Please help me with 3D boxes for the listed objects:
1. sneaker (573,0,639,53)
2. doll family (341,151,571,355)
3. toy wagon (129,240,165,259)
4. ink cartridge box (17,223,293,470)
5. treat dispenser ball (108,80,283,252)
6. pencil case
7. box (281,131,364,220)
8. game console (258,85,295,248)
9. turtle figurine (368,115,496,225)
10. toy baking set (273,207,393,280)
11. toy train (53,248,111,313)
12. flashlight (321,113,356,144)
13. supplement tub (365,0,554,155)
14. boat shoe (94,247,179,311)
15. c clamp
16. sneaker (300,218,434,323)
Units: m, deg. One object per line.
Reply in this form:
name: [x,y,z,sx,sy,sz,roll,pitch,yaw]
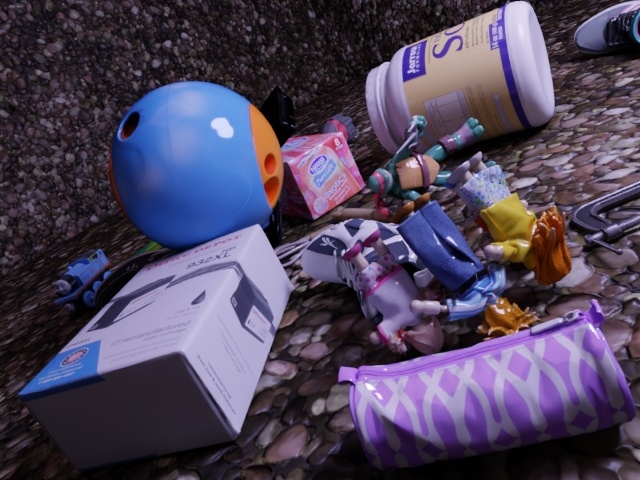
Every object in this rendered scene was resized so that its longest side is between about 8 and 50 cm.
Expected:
sneaker: [0.725,-0.491,1.106,0.295,0.124,0.178,0,23,46]
doll family: [0.159,0.014,0.487,0.263,0.163,0.118,-34,-8,-23]
toy wagon: [-0.357,0.033,1.135,0.344,0.068,0.267,-10,25,34]
ink cartridge box: [-0.187,0.122,0.642,0.223,0.129,0.307,-19,21,17]
treat dispenser ball: [-0.206,-0.121,0.820,0.288,0.288,0.288,-22,21,9]
pencil case: [0.124,0.115,0.369,0.206,0.088,0.086,-21,19,14]
box: [-0.054,-0.156,1.140,0.154,0.142,0.300,-33,22,-21]
game console: [-0.116,-0.132,0.990,0.213,0.044,0.361,-43,43,41]
turtle figurine: [0.163,-0.112,0.770,0.234,0.175,0.118,-19,16,-18]
toy baking set: [0.006,-0.004,0.865,0.196,0.030,0.256,-35,23,-24]
toy train: [-0.577,0.101,1.169,0.080,0.105,0.184,-20,21,14]
flashlight: [-0.011,-0.283,1.455,0.103,0.103,0.304,-1,31,46]
supplement tub: [0.287,-0.317,1.002,0.331,0.241,0.241,-10,25,34]
boat shoe: [-0.292,0.066,0.921,0.302,0.114,0.091,-29,15,-9]
c clamp: [0.368,-0.034,0.549,0.160,0.022,0.137,-26,16,1]
sneaker: [0.050,0.040,0.620,0.234,0.094,0.153,0,22,29]
